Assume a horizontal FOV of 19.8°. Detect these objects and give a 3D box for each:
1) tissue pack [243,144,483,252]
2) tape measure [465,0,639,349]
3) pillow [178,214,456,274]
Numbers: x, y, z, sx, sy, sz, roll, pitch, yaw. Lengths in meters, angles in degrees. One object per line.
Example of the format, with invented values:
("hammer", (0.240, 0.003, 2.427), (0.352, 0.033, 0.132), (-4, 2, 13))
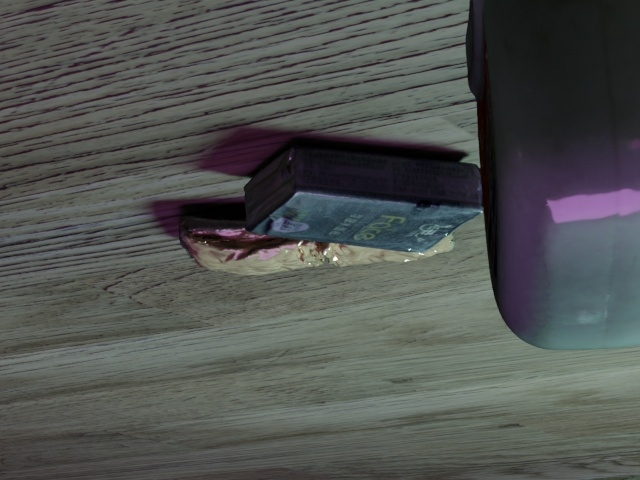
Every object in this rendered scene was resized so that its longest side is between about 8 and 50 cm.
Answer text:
("tissue pack", (0.032, -0.032, 1.391), (0.156, 0.051, 0.112), (5, 163, -21))
("tape measure", (0.140, -0.071, 0.929), (0.125, 0.246, 0.243), (-6, 159, 3))
("pillow", (0.000, 0.000, 1.535), (0.232, 0.043, 0.126), (-4, 170, 1))
